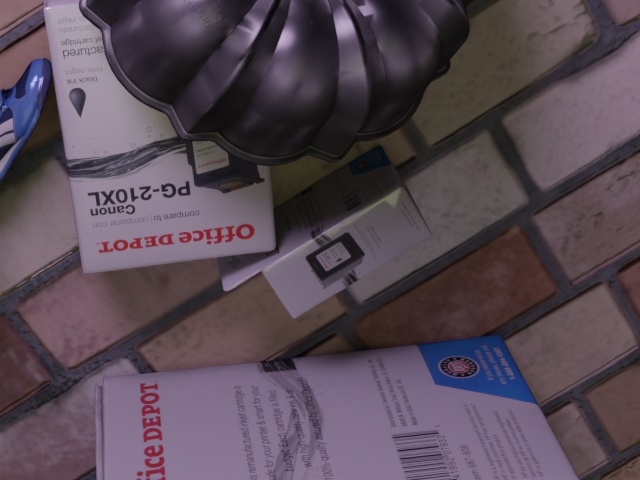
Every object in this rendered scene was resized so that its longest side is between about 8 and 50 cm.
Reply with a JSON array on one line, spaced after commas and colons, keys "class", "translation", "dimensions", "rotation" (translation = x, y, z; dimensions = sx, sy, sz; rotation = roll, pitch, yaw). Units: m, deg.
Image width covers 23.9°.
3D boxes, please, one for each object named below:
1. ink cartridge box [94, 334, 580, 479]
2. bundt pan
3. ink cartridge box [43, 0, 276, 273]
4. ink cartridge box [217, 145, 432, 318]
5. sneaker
[{"class": "ink cartridge box", "translation": [0.004, 0.234, 1.350], "dimensions": [0.394, 0.285, 0.166], "rotation": [-5, 114, -6]}, {"class": "bundt pan", "translation": [-0.016, -0.228, 1.157], "dimensions": [0.330, 0.124, 0.331], "rotation": [3, 81, -19]}, {"class": "ink cartridge box", "translation": [-0.133, -0.103, 1.285], "dimensions": [0.172, 0.100, 0.237], "rotation": [-7, 114, -6]}, {"class": "ink cartridge box", "translation": [0.000, 0.000, 1.349], "dimensions": [0.180, 0.104, 0.060], "rotation": [-31, 115, 6]}, {"class": "sneaker", "translation": [-0.278, -0.099, 1.292], "dimensions": [0.059, 0.053, 0.144], "rotation": [31, 104, -17]}]
